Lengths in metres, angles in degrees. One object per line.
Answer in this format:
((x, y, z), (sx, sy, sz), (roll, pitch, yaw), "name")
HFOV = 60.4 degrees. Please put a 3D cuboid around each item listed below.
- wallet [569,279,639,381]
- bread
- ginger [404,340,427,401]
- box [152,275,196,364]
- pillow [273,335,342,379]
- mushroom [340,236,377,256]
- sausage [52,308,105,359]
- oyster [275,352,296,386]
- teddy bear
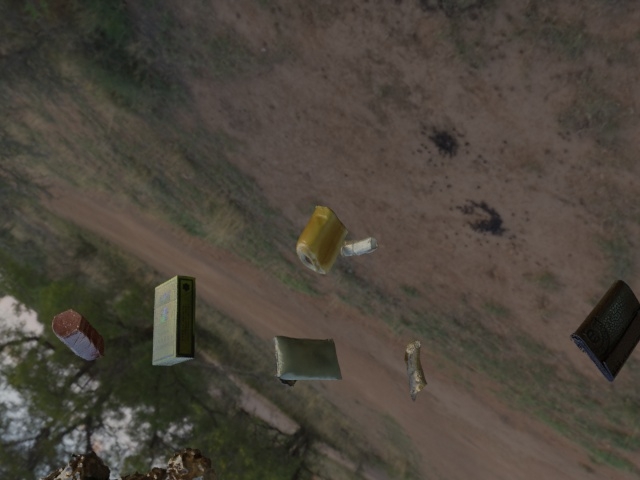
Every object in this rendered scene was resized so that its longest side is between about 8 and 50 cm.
((0.688, 0.204, 1.282), (0.133, 0.243, 0.039), (53, 148, 5), "wallet")
((-0.002, 0.000, 1.537), (0.085, 0.173, 0.134), (3, 142, 41), "bread")
((0.222, 0.304, 1.283), (0.044, 0.137, 0.057), (-9, 168, 5), "ginger")
((-0.395, 0.217, 1.483), (0.064, 0.220, 0.141), (10, 156, -38), "box")
((-0.031, 0.312, 1.453), (0.208, 0.119, 0.053), (9, 142, -35), "pillow")
((0.130, 0.022, 1.878), (0.202, 0.054, 0.059), (-8, 88, 62), "mushroom")
((-0.494, 0.201, 1.139), (0.065, 0.065, 0.169), (32, 153, 16), "sausage")
((-0.104, 0.401, 1.778), (0.056, 0.177, 0.105), (-29, 103, 25), "oyster")
((-0.330, 0.398, 0.870), (0.222, 0.296, 0.246), (44, -161, 28), "teddy bear")
